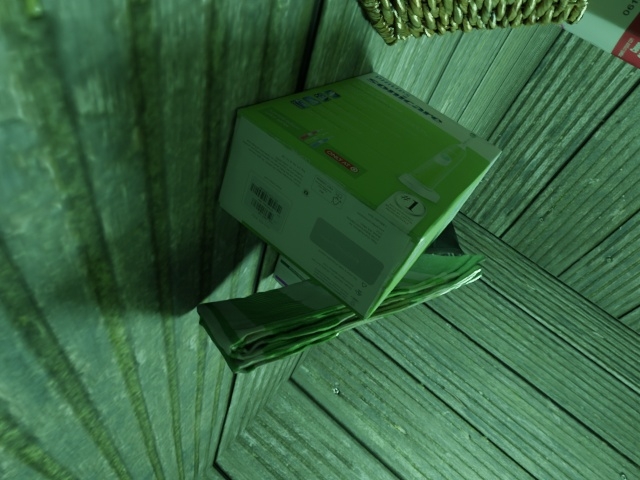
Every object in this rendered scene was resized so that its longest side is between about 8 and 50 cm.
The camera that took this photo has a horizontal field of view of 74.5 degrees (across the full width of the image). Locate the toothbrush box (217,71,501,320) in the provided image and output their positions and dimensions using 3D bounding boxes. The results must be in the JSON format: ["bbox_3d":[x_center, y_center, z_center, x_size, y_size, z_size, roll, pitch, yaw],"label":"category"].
[{"bbox_3d":[0.059,-0.078,0.492,0.283,0.206,0.122,-39,160,-46],"label":"toothbrush box"}]

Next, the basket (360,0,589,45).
[{"bbox_3d":[0.136,-0.329,0.355,0.299,0.222,0.214,-13,106,-69],"label":"basket"}]

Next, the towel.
[{"bbox_3d":[0.013,0.067,0.552,0.324,0.038,0.248,-16,-173,-23],"label":"towel"}]

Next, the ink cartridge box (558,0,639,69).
[{"bbox_3d":[0.356,-0.377,0.496,0.226,0.306,0.131,-59,164,25],"label":"ink cartridge box"}]

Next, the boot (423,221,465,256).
[{"bbox_3d":[0.273,-0.008,1.403,0.445,0.366,0.146,-74,167,-63],"label":"boot"}]

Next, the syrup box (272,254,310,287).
[{"bbox_3d":[0.000,0.000,0.723,0.093,0.096,0.237,-37,160,-41],"label":"syrup box"}]
